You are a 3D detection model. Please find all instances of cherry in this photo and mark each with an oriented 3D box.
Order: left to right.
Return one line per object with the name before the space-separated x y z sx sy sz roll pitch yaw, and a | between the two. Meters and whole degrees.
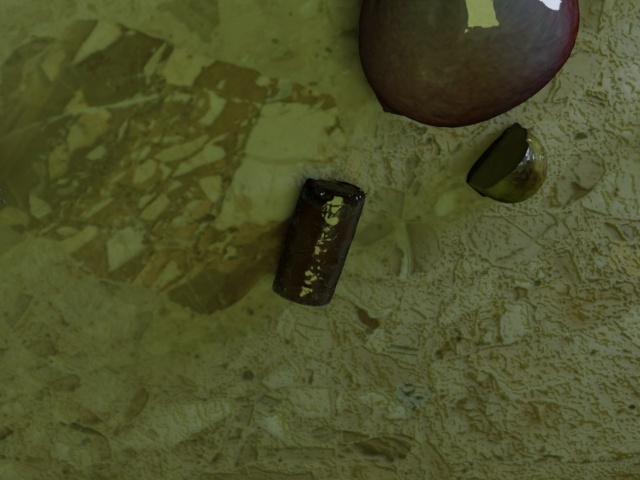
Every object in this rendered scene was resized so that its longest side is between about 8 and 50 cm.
cherry | 0.151 -0.224 1.720 0.239 0.206 0.239 -8 111 -22

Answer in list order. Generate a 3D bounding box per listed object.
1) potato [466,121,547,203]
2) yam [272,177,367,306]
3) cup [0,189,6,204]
potato | 0.227 -0.075 1.843 0.066 0.103 0.096 35 100 -17
yam | -0.002 0.000 1.839 0.079 0.079 0.141 12 107 -15
cup | -0.492 -0.040 1.650 0.274 0.253 0.253 -36 112 -7
